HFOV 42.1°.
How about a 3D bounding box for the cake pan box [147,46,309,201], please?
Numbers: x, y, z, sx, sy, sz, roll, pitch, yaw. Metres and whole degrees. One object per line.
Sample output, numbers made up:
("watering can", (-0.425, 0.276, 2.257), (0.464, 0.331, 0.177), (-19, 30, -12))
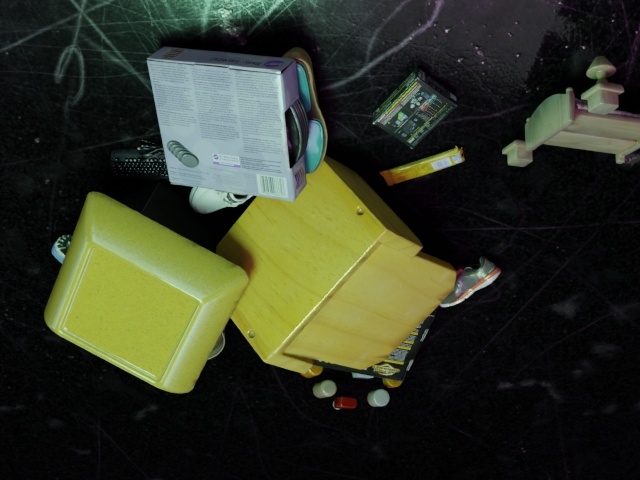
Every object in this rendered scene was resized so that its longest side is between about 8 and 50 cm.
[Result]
("cake pan box", (-0.153, -0.199, 1.423), (0.267, 0.070, 0.245), (9, 128, 21))

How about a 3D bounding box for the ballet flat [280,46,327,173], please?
("ballet flat", (-0.027, -0.227, 1.445), (0.080, 0.073, 0.232), (1, 128, 7))

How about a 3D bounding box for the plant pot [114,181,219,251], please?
("plant pot", (-0.338, 0.000, 1.626), (0.187, 0.188, 0.167), (-19, 119, 22))

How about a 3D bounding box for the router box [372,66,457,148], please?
("router box", (0.164, -0.230, 1.451), (0.092, 0.038, 0.122), (30, 128, -22))

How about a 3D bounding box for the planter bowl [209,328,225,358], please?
("planter bowl", (-0.282, 0.173, 1.821), (0.162, 0.109, 0.162), (3, 132, 3))

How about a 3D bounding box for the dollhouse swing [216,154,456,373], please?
("dollhouse swing", (0.033, 0.055, 1.632), (0.347, 0.315, 0.305), (-50, 154, 19))

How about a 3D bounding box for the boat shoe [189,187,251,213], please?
("boat shoe", (-0.168, -0.104, 1.565), (0.083, 0.075, 0.226), (27, 130, -35))

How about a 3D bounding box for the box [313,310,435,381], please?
("box", (0.062, 0.184, 1.812), (0.322, 0.079, 0.257), (11, 138, -5))

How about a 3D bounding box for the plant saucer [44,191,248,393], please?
("plant saucer", (-0.347, 0.124, 1.551), (0.333, 0.081, 0.332), (28, 120, -2))

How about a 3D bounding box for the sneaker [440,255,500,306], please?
("sneaker", (0.299, 0.081, 1.728), (0.158, 0.061, 0.065), (-37, 93, 32))

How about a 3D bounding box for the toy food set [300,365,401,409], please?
("toy food set", (0.067, 0.340, 1.955), (0.232, 0.111, 0.104), (6, 165, -14))

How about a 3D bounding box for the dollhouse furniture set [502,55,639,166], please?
("dollhouse furniture set", (0.526, -0.247, 1.402), (0.303, 0.173, 0.355), (6, 164, -17))

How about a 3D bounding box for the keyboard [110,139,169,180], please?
("keyboard", (-0.310, -0.144, 1.578), (0.192, 0.038, 0.100), (0, 133, 4))

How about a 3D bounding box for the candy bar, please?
("candy bar", (0.191, -0.138, 1.548), (0.161, 0.018, 0.040), (-18, 132, 20))

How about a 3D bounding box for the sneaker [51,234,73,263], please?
("sneaker", (-0.502, 0.049, 1.774), (0.162, 0.063, 0.073), (42, 141, -24))
